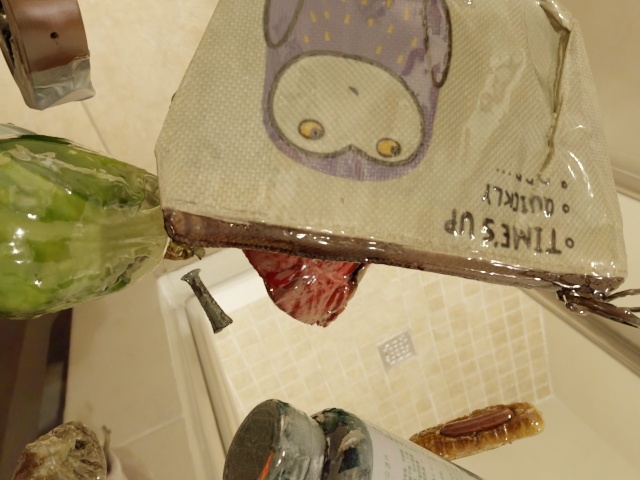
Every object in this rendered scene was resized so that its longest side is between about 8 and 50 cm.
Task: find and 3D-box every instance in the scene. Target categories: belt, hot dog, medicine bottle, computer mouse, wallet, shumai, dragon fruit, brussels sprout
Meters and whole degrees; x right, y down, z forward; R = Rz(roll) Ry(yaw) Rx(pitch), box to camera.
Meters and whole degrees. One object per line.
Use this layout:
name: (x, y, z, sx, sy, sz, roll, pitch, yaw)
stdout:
belt: (-0.512, -0.381, 1.029, 0.122, 0.217, 0.338, -29, 166, -28)
hot dog: (0.227, 0.288, 0.854, 0.216, 0.066, 0.047, -22, 115, 16)
medicine bottle: (0.049, 0.261, 0.568, 0.293, 0.141, 0.141, 34, 98, -23)
computer mouse: (-0.585, -0.194, 1.122, 0.182, 0.089, 0.056, 31, 84, -1)
wallet: (0.072, -0.088, 0.380, 0.336, 0.068, 0.274, 10, 68, -11)
shumai: (-0.609, 0.523, 1.307, 0.166, 0.205, 0.175, -33, 156, -1)
dragon fruit: (0.000, 0.000, 0.969, 0.302, 0.240, 0.330, -27, 132, -14)
brussels sprout: (-0.300, -0.017, 0.647, 0.272, 0.219, 0.210, 1, 84, -29)

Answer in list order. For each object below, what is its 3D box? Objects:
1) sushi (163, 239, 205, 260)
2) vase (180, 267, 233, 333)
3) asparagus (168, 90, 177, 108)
sushi: (-0.330, -0.038, 1.223, 0.179, 0.166, 0.296, -5, 146, 15)
vase: (-0.287, 0.151, 1.427, 0.059, 0.059, 0.167, -34, 81, -5)
asparagus: (-0.285, -0.433, 1.474, 0.085, 0.343, 0.082, 6, 131, 20)
